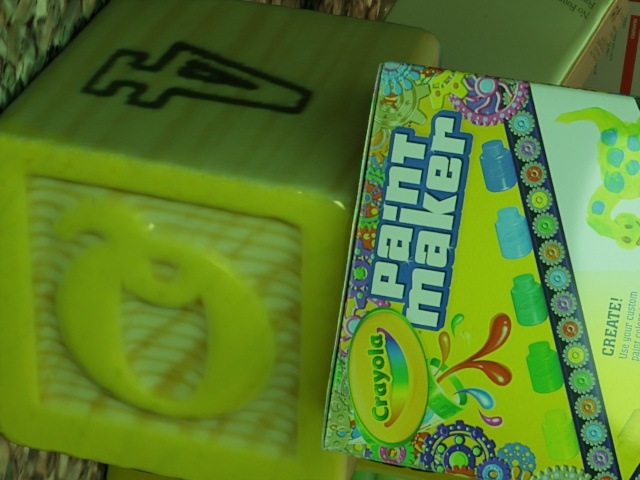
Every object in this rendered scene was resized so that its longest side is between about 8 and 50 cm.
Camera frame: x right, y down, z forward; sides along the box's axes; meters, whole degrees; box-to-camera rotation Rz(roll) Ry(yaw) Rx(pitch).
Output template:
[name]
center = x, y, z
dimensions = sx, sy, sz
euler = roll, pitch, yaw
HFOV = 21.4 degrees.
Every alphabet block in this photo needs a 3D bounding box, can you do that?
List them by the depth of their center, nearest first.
[alphabet block]
center = -0.052, -0.004, 0.896
dimensions = 0.197, 0.193, 0.192
euler = -63, 158, -55

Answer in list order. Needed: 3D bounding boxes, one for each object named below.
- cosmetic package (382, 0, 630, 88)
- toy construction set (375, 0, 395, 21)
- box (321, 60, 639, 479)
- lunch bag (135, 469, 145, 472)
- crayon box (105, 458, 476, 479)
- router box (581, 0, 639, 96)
[cosmetic package]
center = 0.106, -0.107, 1.398
dimensions = 0.309, 0.160, 0.113
euler = -59, 169, 6
[toy construction set]
center = 0.119, -0.192, 1.664
dimensions = 0.215, 0.151, 0.327
euler = -57, 163, 8
[box]
center = 0.174, 0.023, 0.838
dimensions = 0.290, 0.279, 0.177
euler = -7, 107, -77
[lunch bag]
center = -0.107, 0.088, 1.017
dimensions = 0.065, 0.067, 0.098
euler = -62, 158, -57
[crayon box]
center = 0.057, 0.098, 1.079
dimensions = 0.106, 0.363, 0.313
euler = -27, 126, -75
[router box]
center = 0.253, -0.149, 1.976
dimensions = 0.082, 0.301, 0.335
euler = -60, 157, -58
